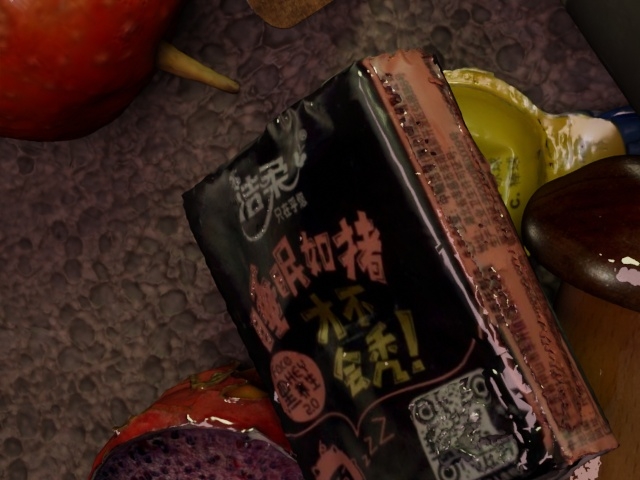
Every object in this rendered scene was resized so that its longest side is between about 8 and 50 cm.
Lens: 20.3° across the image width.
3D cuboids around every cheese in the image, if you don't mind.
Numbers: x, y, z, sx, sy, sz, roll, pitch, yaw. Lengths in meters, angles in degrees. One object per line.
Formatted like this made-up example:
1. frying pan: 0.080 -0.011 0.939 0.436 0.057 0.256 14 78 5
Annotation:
1. cheese: 0.142 -0.051 1.411 0.270 0.069 0.177 -6 99 3

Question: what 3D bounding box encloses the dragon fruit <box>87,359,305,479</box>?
1. dragon fruit: -0.072 0.180 1.463 0.224 0.148 0.218 3 128 4

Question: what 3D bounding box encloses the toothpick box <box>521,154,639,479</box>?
1. toothpick box: 0.225 0.084 1.340 0.192 0.192 0.294 15 111 11

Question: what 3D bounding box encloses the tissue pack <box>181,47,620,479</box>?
1. tissue pack: 0.055 0.050 1.307 0.245 0.123 0.332 -34 76 40

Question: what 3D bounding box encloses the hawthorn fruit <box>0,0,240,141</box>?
1. hawthorn fruit: -0.205 -0.199 1.378 0.330 0.287 0.287 32 103 -8

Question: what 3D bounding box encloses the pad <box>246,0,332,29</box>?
1. pad: -0.086 -0.264 1.307 0.055 0.323 0.250 -32 95 26

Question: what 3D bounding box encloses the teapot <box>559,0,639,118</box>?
1. teapot: 0.249 -0.274 1.224 0.362 0.376 0.305 40 70 13
